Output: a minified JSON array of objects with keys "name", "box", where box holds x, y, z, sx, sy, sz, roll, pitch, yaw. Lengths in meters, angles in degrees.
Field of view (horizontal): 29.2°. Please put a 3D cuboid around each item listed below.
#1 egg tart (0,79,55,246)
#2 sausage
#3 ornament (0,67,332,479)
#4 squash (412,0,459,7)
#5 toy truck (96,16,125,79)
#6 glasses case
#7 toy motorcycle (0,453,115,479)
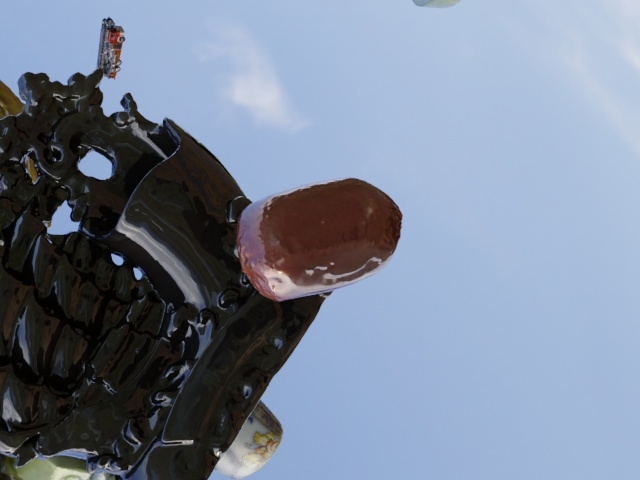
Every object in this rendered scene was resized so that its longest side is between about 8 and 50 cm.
[{"name":"egg tart","box":[-0.376,-0.043,1.217,0.294,0.294,0.123,57,-162,1]},{"name":"sausage","box":[0.000,0.000,0.660,0.094,0.059,0.054,-14,-138,-20]},{"name":"ornament","box":[-0.147,0.027,0.802,0.260,0.106,0.251,33,-103,-6]},{"name":"squash","box":[0.152,-0.388,1.417,0.049,0.252,0.252,6,-131,-12]},{"name":"toy truck","box":[-0.273,-0.250,1.598,0.032,0.083,0.024,0,-143,-25]},{"name":"glasses case","box":[-0.145,0.135,1.202,0.248,0.087,0.065,45,-166,-12]},{"name":"toy motorcycle","box":[-0.332,0.224,1.375,0.410,0.169,0.237,3,-146,-29]}]
